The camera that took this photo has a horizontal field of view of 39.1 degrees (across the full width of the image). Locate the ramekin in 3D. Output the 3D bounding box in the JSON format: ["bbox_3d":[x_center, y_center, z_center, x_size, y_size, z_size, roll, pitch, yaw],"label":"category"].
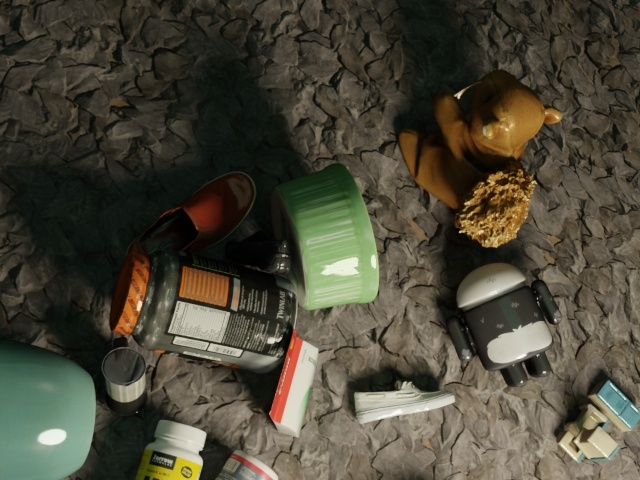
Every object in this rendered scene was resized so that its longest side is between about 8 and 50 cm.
[{"bbox_3d":[0.000,0.000,1.888,0.148,0.303,0.303,-14,79,-13],"label":"ramekin"}]

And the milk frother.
[{"bbox_3d":[-0.418,0.272,1.761,0.143,0.134,0.129,-22,60,-24],"label":"milk frother"}]

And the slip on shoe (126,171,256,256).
[{"bbox_3d":[-0.266,-0.041,1.919,0.331,0.101,0.123,-36,86,-24],"label":"slip on shoe"}]

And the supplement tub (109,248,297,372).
[{"bbox_3d":[-0.234,0.137,1.799,0.338,0.207,0.207,15,70,-21],"label":"supplement tub"}]

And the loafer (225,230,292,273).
[{"bbox_3d":[-0.127,0.017,1.883,0.076,0.223,0.078,9,92,-35],"label":"loafer"}]

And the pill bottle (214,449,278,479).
[{"bbox_3d":[-0.174,0.517,1.782,0.108,0.108,0.180,36,68,-4],"label":"pill bottle"}]

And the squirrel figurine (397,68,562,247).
[{"bbox_3d":[0.392,-0.182,2.013,0.281,0.370,0.397,-8,77,-19],"label":"squirrel figurine"}]

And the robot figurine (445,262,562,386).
[{"bbox_3d":[0.415,0.187,2.026,0.209,0.173,0.278,-15,78,-44],"label":"robot figurine"}]

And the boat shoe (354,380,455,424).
[{"bbox_3d":[0.182,0.340,1.954,0.226,0.083,0.075,-8,78,-18],"label":"boat shoe"}]

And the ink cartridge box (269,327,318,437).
[{"bbox_3d":[-0.049,0.291,1.823,0.056,0.224,0.181,14,71,4],"label":"ink cartridge box"}]

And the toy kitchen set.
[{"bbox_3d":[0.660,0.421,2.032,0.122,0.166,0.207,45,67,0],"label":"toy kitchen set"}]

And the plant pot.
[{"bbox_3d":[-0.547,0.322,1.638,0.235,0.293,0.293,10,71,-28],"label":"plant pot"}]

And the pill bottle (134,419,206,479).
[{"bbox_3d":[-0.299,0.464,1.753,0.119,0.119,0.208,19,70,-11],"label":"pill bottle"}]
